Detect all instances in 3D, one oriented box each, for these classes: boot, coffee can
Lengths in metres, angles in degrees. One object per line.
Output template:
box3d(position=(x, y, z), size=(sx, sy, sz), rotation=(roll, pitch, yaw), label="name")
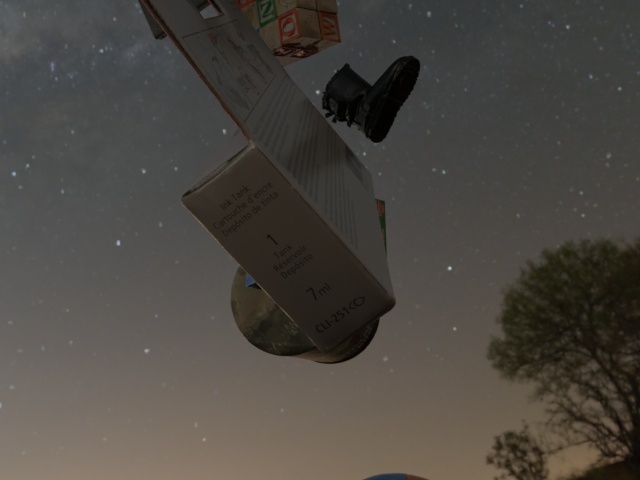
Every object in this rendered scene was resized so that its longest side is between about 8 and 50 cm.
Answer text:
box3d(position=(0.059, -0.191, 0.802), size=(0.045, 0.099, 0.121), rotation=(-2, -54, -48), label="boot")
box3d(position=(-0.017, 0.117, 1.163), size=(0.202, 0.201, 0.275), rotation=(-20, -18, 11), label="coffee can")

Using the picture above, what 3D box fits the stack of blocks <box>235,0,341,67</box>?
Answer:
box3d(position=(-0.078, -0.432, 0.999), size=(0.087, 0.296, 0.171), rotation=(-10, 1, -45), label="stack of blocks")

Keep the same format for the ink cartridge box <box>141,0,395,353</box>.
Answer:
box3d(position=(-0.051, -0.090, 0.500), size=(0.066, 0.296, 0.261), rotation=(-36, -74, 14), label="ink cartridge box")

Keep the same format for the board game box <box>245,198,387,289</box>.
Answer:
box3d(position=(0.000, 0.000, 0.888), size=(0.212, 0.160, 0.039), rotation=(12, -23, -31), label="board game box")

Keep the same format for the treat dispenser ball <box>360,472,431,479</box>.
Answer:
box3d(position=(0.118, 0.498, 0.954), size=(0.288, 0.288, 0.288), rotation=(-11, -28, -6), label="treat dispenser ball")

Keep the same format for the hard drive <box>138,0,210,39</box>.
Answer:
box3d(position=(-0.222, -0.385, 0.986), size=(0.135, 0.094, 0.022), rotation=(-23, 1, 30), label="hard drive")
